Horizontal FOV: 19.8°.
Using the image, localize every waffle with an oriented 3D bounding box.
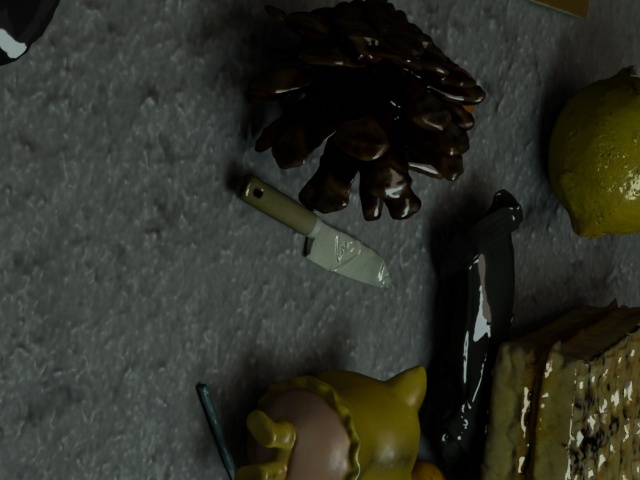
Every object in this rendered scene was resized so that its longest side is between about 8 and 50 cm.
[{"bbox_3d":[0.293,0.213,2.101,0.376,0.114,0.261,-11,109,-65],"label":"waffle"}]

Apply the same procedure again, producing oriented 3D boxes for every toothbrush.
[{"bbox_3d":[-0.088,0.204,1.758,0.011,0.014,0.167,-60,141,-50],"label":"toothbrush"}]

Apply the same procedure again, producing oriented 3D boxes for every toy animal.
[{"bbox_3d":[0.011,0.196,1.784,0.230,0.156,0.156,-4,101,-48],"label":"toy animal"}]

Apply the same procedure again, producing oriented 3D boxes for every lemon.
[{"bbox_3d":[0.346,-0.095,2.124,0.173,0.173,0.206,27,88,-51],"label":"lemon"}]

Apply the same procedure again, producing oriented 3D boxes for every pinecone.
[{"bbox_3d":[0.038,-0.119,1.690,0.229,0.202,0.201,16,122,-19],"label":"pinecone"}]

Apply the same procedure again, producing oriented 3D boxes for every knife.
[{"bbox_3d":[-0.002,0.000,1.823,0.298,0.017,0.047,29,76,-55],"label":"knife"}]

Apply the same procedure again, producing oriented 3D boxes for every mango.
[{"bbox_3d":[0.113,0.269,2.005,0.089,0.046,0.060,5,93,-57],"label":"mango"}]

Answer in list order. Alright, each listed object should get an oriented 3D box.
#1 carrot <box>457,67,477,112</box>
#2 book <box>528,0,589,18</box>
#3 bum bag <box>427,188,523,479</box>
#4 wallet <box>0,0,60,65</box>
[{"bbox_3d":[0.080,-0.164,1.861,0.256,0.061,0.061,11,89,-50],"label":"carrot"},{"bbox_3d":[0.270,-0.412,2.078,0.208,0.020,0.295,7,92,-53],"label":"book"},{"bbox_3d":[0.167,0.105,2.015,0.142,0.079,0.326,-4,101,-63],"label":"bum bag"},{"bbox_3d":[-0.305,-0.327,1.323,0.406,0.062,0.228,45,62,-47],"label":"wallet"}]
